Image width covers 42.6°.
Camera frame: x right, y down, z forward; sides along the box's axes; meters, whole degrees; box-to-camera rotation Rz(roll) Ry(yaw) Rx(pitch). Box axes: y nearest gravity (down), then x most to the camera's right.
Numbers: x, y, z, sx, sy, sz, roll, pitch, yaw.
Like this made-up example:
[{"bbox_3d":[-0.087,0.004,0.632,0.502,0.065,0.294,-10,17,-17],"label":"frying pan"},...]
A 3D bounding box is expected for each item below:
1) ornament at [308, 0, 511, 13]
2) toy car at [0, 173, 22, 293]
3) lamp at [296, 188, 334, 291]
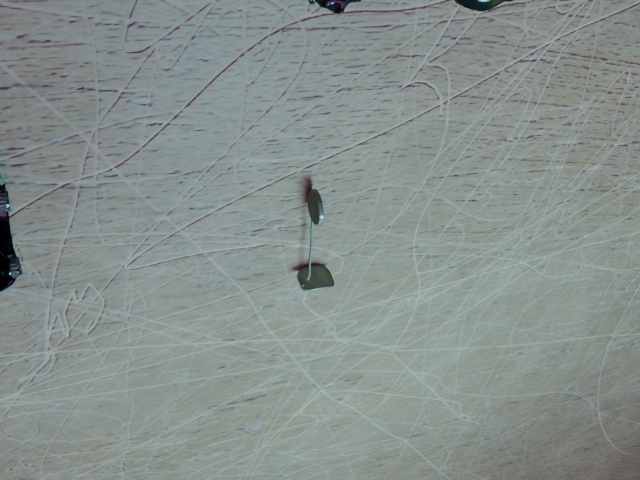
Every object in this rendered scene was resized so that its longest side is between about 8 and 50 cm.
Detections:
[{"bbox_3d":[0.092,-0.300,0.906,0.236,0.080,0.202,-28,139,-3],"label":"ornament"},{"bbox_3d":[-0.408,-0.006,0.961,0.095,0.056,0.205,-10,142,-20],"label":"toy car"},{"bbox_3d":[0.000,0.000,1.208,0.056,0.050,0.198,-10,141,-15],"label":"lamp"}]
